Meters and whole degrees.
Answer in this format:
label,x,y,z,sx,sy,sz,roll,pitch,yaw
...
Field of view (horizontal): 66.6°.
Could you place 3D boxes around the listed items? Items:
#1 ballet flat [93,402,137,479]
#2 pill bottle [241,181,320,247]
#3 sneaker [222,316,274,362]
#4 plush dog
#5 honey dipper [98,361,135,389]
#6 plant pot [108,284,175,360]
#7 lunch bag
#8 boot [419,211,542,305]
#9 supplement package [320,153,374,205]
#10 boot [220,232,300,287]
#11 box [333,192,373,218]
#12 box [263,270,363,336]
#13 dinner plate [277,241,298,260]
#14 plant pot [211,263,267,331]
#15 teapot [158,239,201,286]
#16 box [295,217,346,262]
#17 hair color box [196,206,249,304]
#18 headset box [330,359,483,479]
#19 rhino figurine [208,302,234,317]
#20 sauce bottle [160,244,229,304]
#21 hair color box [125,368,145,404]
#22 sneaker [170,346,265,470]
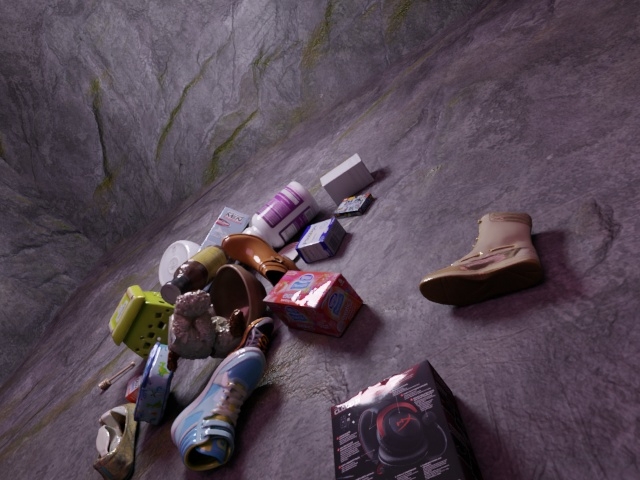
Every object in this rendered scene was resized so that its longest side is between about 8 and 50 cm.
label,x,y,z,sx,sy,sz,roll,pitch,yaw
ballet flat,-0.622,0.582,1.477,0.123,0.123,0.348,-40,24,-3
pill bottle,-0.161,-0.078,1.921,0.301,0.169,0.169,-42,25,-10
sneaker,-0.192,0.318,1.407,0.083,0.084,0.215,10,53,38
plush dog,-0.330,0.287,1.443,0.262,0.226,0.210,125,147,-50
honey dipper,-0.795,0.526,1.911,0.161,0.030,0.030,-37,25,-3
plant pot,-0.649,0.300,1.812,0.228,0.207,0.227,-62,28,-6
lunch bag,-0.496,0.433,1.481,0.176,0.090,0.219,-92,20,-59
boot,0.358,0.036,1.112,0.262,0.095,0.203,-21,30,30
supplement package,0.103,-0.240,1.918,0.179,0.105,0.105,-33,26,9
boot,-0.191,0.080,1.577,0.109,0.283,0.220,-57,15,9
box,0.120,-0.126,1.793,0.137,0.027,0.094,-7,38,49
box,-0.025,0.171,1.365,0.257,0.122,0.128,-2,42,52
dinner plate,-0.126,0.061,1.816,0.141,0.017,0.141,-30,25,16
plant pot,-0.251,0.190,1.592,0.110,0.237,0.237,-6,-1,-42
teapot,-0.561,0.130,2.100,0.256,0.187,0.252,32,96,42
box,0.000,0.000,1.685,0.137,0.072,0.126,-17,31,39
hair color box,-0.408,0.072,1.915,0.185,0.114,0.374,110,-177,-55
headset box,0.139,0.359,0.836,0.218,0.110,0.293,-32,26,14
rhino figurine,-0.369,0.252,1.752,0.243,0.073,0.106,-21,27,36
sauce bottle,-0.413,0.111,1.609,0.111,0.111,0.344,-28,9,20
hair color box,-0.588,0.478,1.683,0.167,0.053,0.093,-37,24,-1
sneaker,-0.229,0.427,1.206,0.319,0.127,0.208,-52,24,-6
